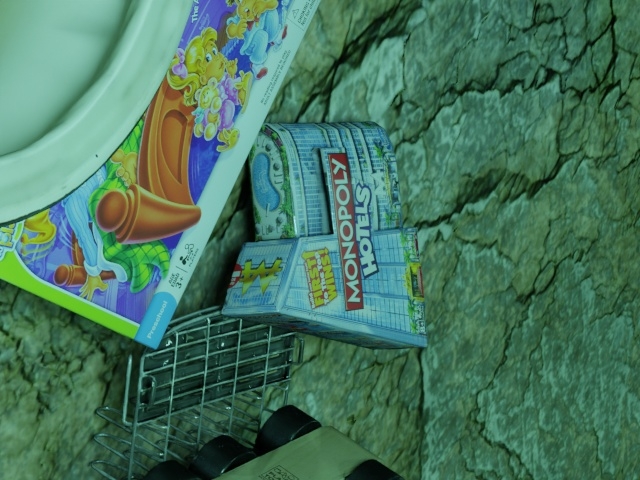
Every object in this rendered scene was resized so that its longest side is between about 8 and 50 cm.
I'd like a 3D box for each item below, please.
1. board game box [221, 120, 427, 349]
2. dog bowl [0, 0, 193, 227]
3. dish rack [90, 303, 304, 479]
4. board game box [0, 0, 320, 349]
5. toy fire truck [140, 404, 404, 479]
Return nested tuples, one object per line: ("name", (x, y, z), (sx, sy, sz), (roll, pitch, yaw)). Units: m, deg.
("board game box", (0.000, 0.000, 1.524), (0.194, 0.060, 0.194), (-6, 90, -53))
("dog bowl", (-0.229, -0.214, 1.028), (0.408, 0.150, 0.408), (-23, 117, -56))
("dish rack", (-0.108, 0.177, 1.525), (0.208, 0.074, 0.271), (-13, 116, -51))
("board game box", (-0.131, -0.122, 1.324), (0.233, 0.078, 0.347), (31, 83, -55))
("toy fire truck", (-0.043, 0.288, 1.490), (0.217, 0.158, 0.246), (-21, 133, -48))
